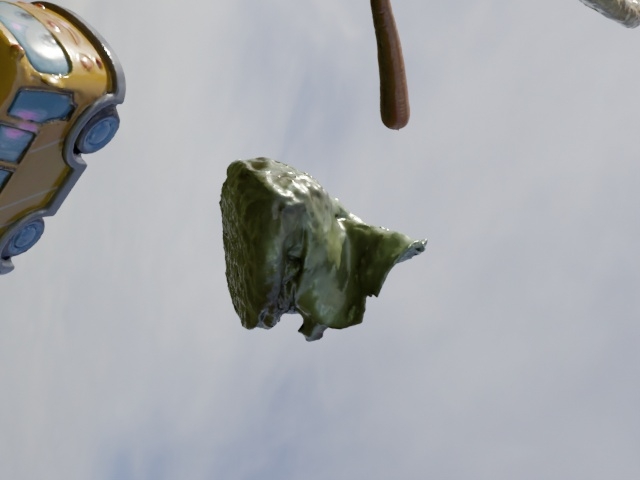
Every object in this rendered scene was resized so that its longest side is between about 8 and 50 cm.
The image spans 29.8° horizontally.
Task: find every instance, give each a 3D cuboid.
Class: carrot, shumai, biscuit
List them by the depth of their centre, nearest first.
[{"bbox_3d":[0.223,-0.269,1.122,0.040,0.265,0.188,-48,-127,23],"label":"biscuit"},{"bbox_3d":[0.079,-0.218,1.410,0.037,0.037,0.190,-127,-156,-59],"label":"carrot"},{"bbox_3d":[0.000,0.000,1.883,0.330,0.288,0.292,-134,-142,-69],"label":"shumai"}]

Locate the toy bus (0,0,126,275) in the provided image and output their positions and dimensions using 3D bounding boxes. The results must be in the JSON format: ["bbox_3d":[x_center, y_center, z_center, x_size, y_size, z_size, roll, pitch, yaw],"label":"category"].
[{"bbox_3d":[-0.251,-0.079,0.875,0.126,0.136,0.209,44,-73,19],"label":"toy bus"}]
